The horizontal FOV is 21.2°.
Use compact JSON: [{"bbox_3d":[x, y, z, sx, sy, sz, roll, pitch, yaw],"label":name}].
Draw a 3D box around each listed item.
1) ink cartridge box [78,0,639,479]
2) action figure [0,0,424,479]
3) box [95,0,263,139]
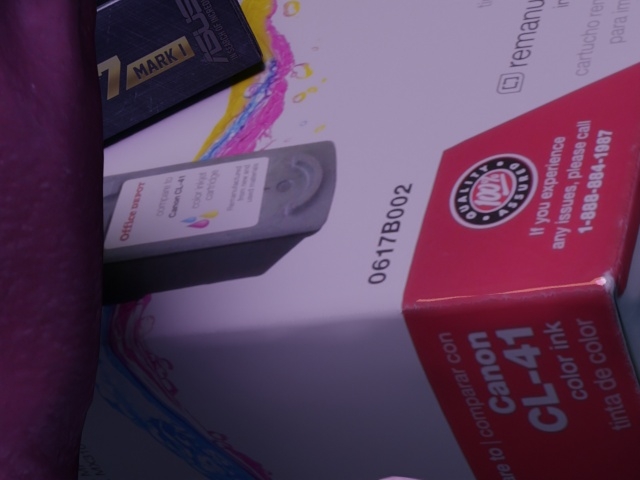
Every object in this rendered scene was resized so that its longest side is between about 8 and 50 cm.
[{"bbox_3d":[0.000,0.000,0.671,0.306,0.131,0.226,-6,41,24],"label":"ink cartridge box"},{"bbox_3d":[-0.128,0.098,0.482,0.248,0.370,0.276,-17,10,-29],"label":"action figure"},{"bbox_3d":[-0.139,-0.108,0.729,0.183,0.059,0.232,-27,35,3],"label":"box"}]
